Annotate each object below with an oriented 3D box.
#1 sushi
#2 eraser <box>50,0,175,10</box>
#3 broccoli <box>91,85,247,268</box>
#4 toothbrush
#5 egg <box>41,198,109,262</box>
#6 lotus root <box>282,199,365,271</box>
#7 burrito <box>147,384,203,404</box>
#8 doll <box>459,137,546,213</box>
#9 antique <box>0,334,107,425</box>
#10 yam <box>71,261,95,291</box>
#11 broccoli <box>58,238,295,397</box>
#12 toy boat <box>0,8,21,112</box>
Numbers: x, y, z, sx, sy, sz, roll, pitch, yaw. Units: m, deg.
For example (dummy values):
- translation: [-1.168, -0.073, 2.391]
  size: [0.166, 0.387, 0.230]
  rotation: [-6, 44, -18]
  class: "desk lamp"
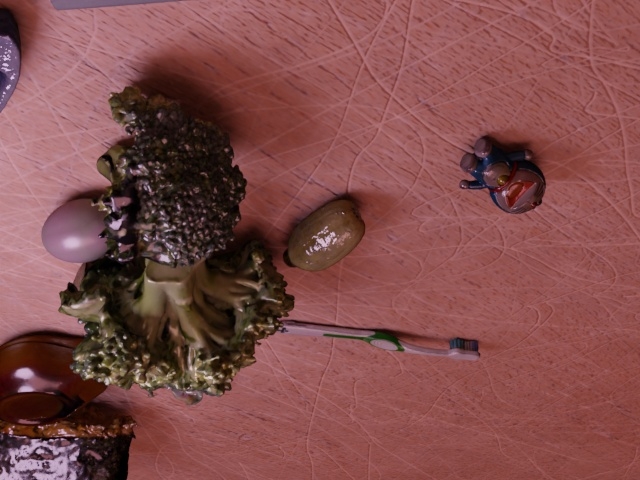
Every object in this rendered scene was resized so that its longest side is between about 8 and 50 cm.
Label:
- translation: [-0.575, 0.450, 2.115]
  size: [0.349, 0.207, 0.234]
  rotation: [6, -178, -7]
  class: "sushi"
- translation: [-0.225, -0.360, 1.168]
  size: [0.227, 0.081, 0.174]
  rotation: [-3, 142, 4]
  class: "eraser"
- translation: [-0.252, -0.088, 1.417]
  size: [0.243, 0.247, 0.263]
  rotation: [22, 158, 51]
  class: "broccoli"
- translation: [0.114, 0.199, 1.937]
  size: [0.418, 0.040, 0.042]
  rotation: [6, 144, -10]
  class: "toothbrush"
- translation: [-0.387, -0.015, 1.593]
  size: [0.135, 0.103, 0.103]
  rotation: [-13, 141, 18]
  class: "egg"
- translation: [-0.001, 0.000, 1.636]
  size: [0.077, 0.090, 0.183]
  rotation: [-2, 156, -48]
  class: "lotus root"
- translation: [-0.300, 0.239, 1.945]
  size: [0.144, 0.089, 0.228]
  rotation: [12, 142, 6]
  class: "burrito"
- translation: [0.290, -0.096, 1.527]
  size: [0.152, 0.085, 0.114]
  rotation: [35, 112, -24]
  class: "doll"
- translation: [-0.561, 0.279, 1.952]
  size: [0.278, 0.129, 0.223]
  rotation: [-7, 142, 4]
  class: "antique"
- translation: [-0.375, 0.088, 1.750]
  size: [0.127, 0.084, 0.084]
  rotation: [20, 138, -22]
  class: "yam"
- translation: [-0.244, 0.116, 1.612]
  size: [0.339, 0.277, 0.317]
  rotation: [-9, 153, 21]
  class: "broccoli"
- translation: [-0.496, -0.217, 1.350]
  size: [0.127, 0.078, 0.283]
  rotation: [30, 133, -33]
  class: "toy boat"
